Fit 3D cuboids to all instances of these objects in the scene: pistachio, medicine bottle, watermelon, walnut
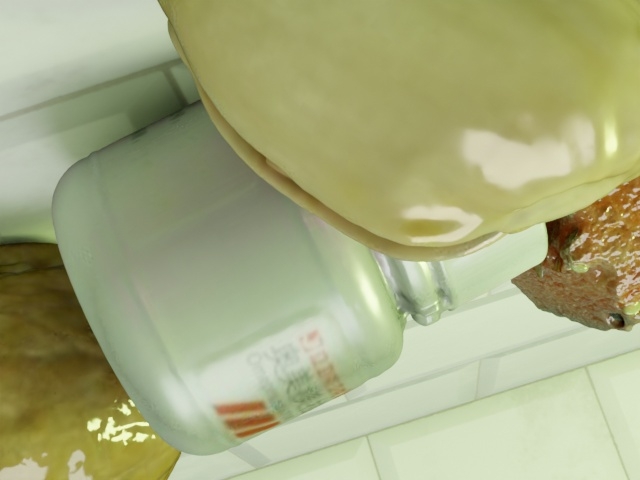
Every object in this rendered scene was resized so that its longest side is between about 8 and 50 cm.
[{"bbox_3d":[0.050,-0.107,0.633,0.318,0.214,0.193,24,171,8],"label":"pistachio"},{"bbox_3d":[-0.014,-0.006,0.842,0.324,0.256,0.256,-26,161,-2],"label":"medicine bottle"},{"bbox_3d":[0.222,-0.034,0.894,0.139,0.193,0.257,-3,118,-29],"label":"watermelon"},{"bbox_3d":[-0.280,0.149,1.004,0.343,0.306,0.306,-4,157,-24],"label":"walnut"}]
